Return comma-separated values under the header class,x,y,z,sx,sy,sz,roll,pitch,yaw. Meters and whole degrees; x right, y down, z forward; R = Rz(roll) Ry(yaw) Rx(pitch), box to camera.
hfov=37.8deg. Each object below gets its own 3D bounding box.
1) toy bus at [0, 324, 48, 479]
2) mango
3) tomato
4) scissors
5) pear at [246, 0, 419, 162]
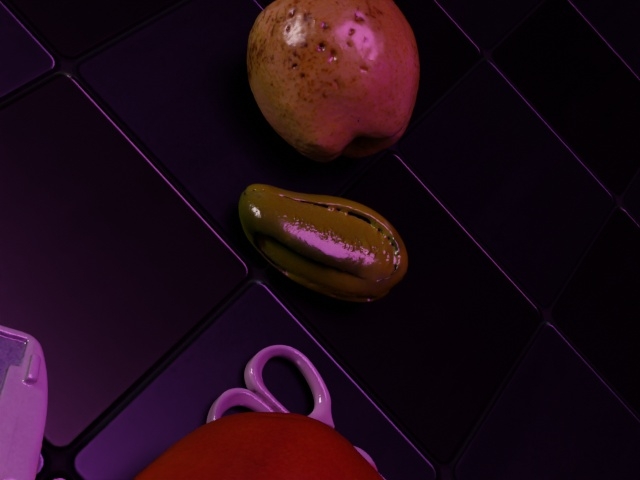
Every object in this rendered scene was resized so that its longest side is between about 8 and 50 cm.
class,x,y,z,sx,sy,sz,roll,pitch,yaw
toy bus,-0.338,0.079,0.555,0.343,0.097,0.138,20,48,-22
mango,0.000,0.000,0.848,0.165,0.074,0.091,26,57,-5
tomato,-0.034,0.239,0.614,0.260,0.180,0.259,18,56,-29
scissors,0.019,0.194,0.773,0.242,0.030,0.118,42,48,-2
pear,0.016,-0.160,0.902,0.178,0.178,0.178,17,56,-26
